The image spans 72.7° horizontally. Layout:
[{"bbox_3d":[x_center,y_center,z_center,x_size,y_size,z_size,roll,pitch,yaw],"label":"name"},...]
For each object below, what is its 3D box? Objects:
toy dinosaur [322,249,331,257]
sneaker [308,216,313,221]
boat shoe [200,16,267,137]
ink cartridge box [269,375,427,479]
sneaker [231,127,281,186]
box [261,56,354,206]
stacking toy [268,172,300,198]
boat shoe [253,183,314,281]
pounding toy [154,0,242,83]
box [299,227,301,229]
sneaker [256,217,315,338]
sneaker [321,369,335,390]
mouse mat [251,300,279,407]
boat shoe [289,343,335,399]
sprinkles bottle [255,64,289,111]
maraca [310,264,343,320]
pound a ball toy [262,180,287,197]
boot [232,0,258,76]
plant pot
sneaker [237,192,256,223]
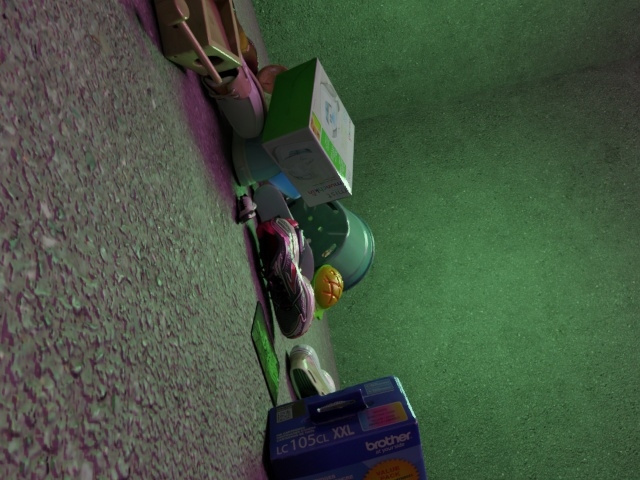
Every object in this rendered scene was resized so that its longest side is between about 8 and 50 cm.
[{"bbox_3d":[0.006,0.090,1.954,0.296,0.127,0.200,-109,177,-53],"label":"toy dinosaur"},{"bbox_3d":[-0.097,-0.208,2.070,0.483,0.185,0.202,-109,-152,-45],"label":"sneaker"},{"bbox_3d":[-0.202,-0.344,0.921,0.103,0.113,0.302,-72,150,-46],"label":"boat shoe"},{"bbox_3d":[0.060,0.440,0.838,0.151,0.270,0.396,-113,-170,-74],"label":"ink cartridge box"},{"bbox_3d":[-0.150,-0.285,1.155,0.135,0.150,0.366,77,3,-53],"label":"sneaker"},{"bbox_3d":[-0.020,-0.257,1.058,0.231,0.126,0.262,51,34,-44],"label":"box"},{"bbox_3d":[-0.133,-0.260,1.328,0.165,0.175,0.302,36,0,-39],"label":"stacking toy"},{"bbox_3d":[-0.108,-0.009,1.242,0.306,0.113,0.105,62,-3,-2],"label":"boat shoe"},{"bbox_3d":[-0.214,-0.332,0.697,0.206,0.094,0.181,-26,108,-74],"label":"pounding toy"},{"bbox_3d":[-0.079,0.100,1.950,0.201,0.057,0.293,75,3,-60],"label":"box"},{"bbox_3d":[-0.100,0.094,1.070,0.112,0.120,0.299,-2,79,-58],"label":"sneaker"},{"bbox_3d":[0.010,0.563,1.520,0.094,0.080,0.212,16,62,-74],"label":"sneaker"},{"bbox_3d":[-0.115,0.242,0.942,0.152,0.007,0.190,-97,175,-70],"label":"mouse mat"},{"bbox_3d":[-0.024,0.434,1.223,0.094,0.109,0.302,-66,138,-60],"label":"boat shoe"},{"bbox_3d":[-0.147,-0.401,1.413,0.355,0.121,0.121,104,-24,-68],"label":"sprinkles bottle"},{"bbox_3d":[0.007,0.151,1.287,0.127,0.099,0.186,63,38,-24],"label":"maraca"},{"bbox_3d":[-0.037,-0.254,1.476,0.136,0.319,0.208,81,0,-60],"label":"pound a ball toy"},{"bbox_3d":[-0.221,-0.461,1.136,0.264,0.096,0.280,82,0,-57],"label":"boot"},{"bbox_3d":[0.000,0.000,1.507,0.334,0.341,0.341,42,35,-72],"label":"plant pot"},{"bbox_3d":[-0.172,-0.072,0.977,0.044,0.040,0.109,59,6,-24],"label":"sneaker"}]
